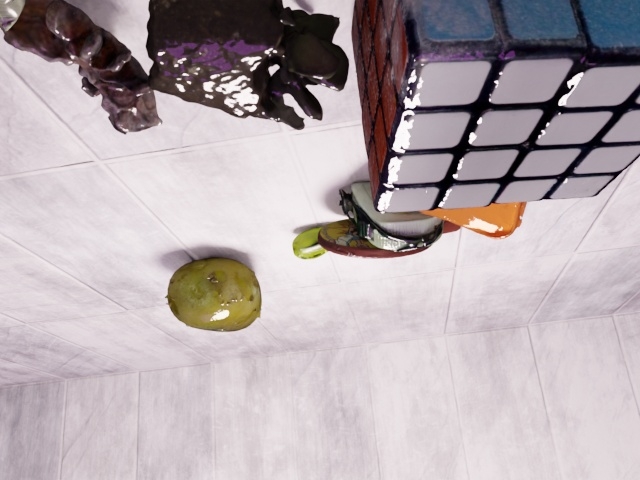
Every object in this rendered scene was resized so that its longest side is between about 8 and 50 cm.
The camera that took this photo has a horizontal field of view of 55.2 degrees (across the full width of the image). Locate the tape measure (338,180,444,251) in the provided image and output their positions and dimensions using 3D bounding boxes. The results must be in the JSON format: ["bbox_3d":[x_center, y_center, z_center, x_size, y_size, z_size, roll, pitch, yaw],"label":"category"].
[{"bbox_3d":[0.166,-0.053,1.425,0.236,0.207,0.115,-5,129,0],"label":"tape measure"}]

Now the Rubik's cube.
[{"bbox_3d":[0.228,-0.261,0.775,0.338,0.344,0.343,-5,159,-4],"label":"Rubik's cube"}]

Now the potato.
[{"bbox_3d":[-0.293,0.170,1.862,0.270,0.219,0.359,-4,166,21],"label":"potato"}]

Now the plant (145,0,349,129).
[{"bbox_3d":[-0.100,-0.279,0.844,0.276,0.198,0.188,3,152,-22],"label":"plant"}]

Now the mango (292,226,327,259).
[{"bbox_3d":[0.000,0.000,1.698,0.165,0.074,0.091,-19,152,2],"label":"mango"}]

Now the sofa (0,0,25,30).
[{"bbox_3d":[-0.275,-0.358,0.602,0.226,0.210,0.176,-11,155,11],"label":"sofa"}]

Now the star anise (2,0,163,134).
[{"bbox_3d":[-0.336,-0.256,0.897,0.198,0.110,0.257,29,171,26],"label":"star anise"}]

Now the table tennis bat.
[{"bbox_3d":[0.188,-0.017,1.562,0.415,0.051,0.268,-10,-159,-28],"label":"table tennis bat"}]

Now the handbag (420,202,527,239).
[{"bbox_3d":[0.253,-0.160,1.152,0.304,0.116,0.410,19,160,17],"label":"handbag"}]
